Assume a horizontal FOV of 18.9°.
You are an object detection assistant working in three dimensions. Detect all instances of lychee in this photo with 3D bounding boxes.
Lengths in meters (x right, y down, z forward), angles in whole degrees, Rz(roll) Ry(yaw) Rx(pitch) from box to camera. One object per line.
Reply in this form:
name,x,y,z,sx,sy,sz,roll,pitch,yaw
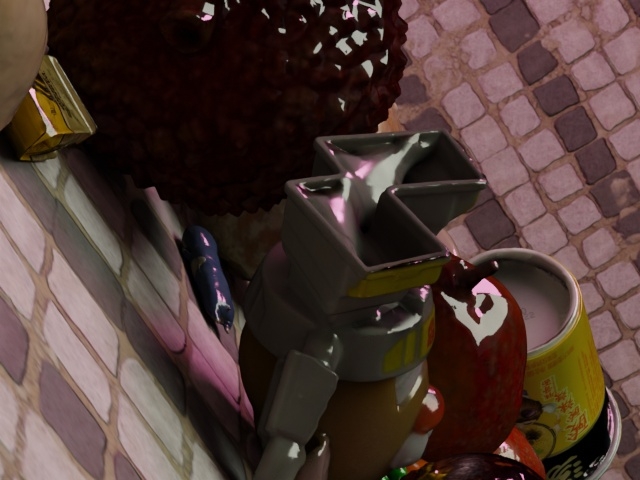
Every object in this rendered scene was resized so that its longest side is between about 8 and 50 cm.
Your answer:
lychee,-0.076,-0.167,1.561,0.306,0.306,0.330,60,3,7

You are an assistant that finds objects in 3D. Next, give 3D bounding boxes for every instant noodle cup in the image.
instant noodle cup,0.208,0.135,2.020,0.236,0.215,0.215,78,-9,-48

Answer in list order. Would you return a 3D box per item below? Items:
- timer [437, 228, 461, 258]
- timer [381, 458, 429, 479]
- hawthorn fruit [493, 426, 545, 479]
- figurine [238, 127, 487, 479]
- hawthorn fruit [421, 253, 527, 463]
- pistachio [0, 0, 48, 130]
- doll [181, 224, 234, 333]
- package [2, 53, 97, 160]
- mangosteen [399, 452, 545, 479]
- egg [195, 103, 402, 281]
timer,0.079,0.109,2.160,0.266,0.175,0.175,79,-11,-51
timer,0.078,0.239,1.675,0.136,0.099,0.136,54,-7,9
hawthorn fruit,0.127,0.229,1.911,0.194,0.157,0.157,39,-7,40
figurine,0.022,0.073,1.477,0.167,0.285,0.342,32,36,25
hawthorn fruit,0.101,0.093,1.759,0.208,0.208,0.248,64,-33,37
pistachio,-0.226,-0.134,1.104,0.223,0.126,0.152,46,48,-78
doll,-0.096,0.032,1.649,0.037,0.027,0.125,51,14,-42
package,-0.205,-0.095,1.347,0.071,0.047,0.131,61,9,0
mangosteen,0.125,0.276,1.496,0.217,0.192,0.192,58,7,-3
egg,-0.017,-0.066,1.795,0.203,0.203,0.245,-48,151,-82
